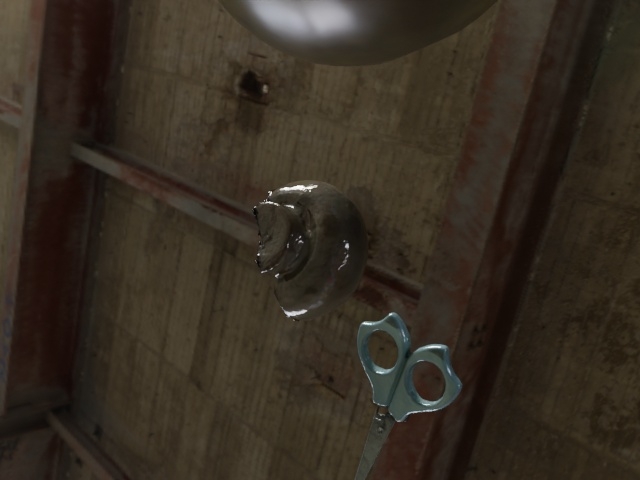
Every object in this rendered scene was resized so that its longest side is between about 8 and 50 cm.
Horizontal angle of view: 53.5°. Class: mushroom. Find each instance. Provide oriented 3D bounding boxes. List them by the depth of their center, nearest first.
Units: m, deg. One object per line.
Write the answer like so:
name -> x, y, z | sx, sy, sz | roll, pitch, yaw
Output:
mushroom -> 0.000, 0.000, 0.807 | 0.117, 0.141, 0.188 | -22, -119, 22

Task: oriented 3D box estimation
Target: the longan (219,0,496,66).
longan -> 0.031, -0.331, 0.524 | 0.360, 0.360, 0.361 | 3, -85, 41

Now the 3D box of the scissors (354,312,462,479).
scissors -> 0.108, 0.296, 1.062 | 0.191, 0.029, 0.361 | 30, -61, 27
